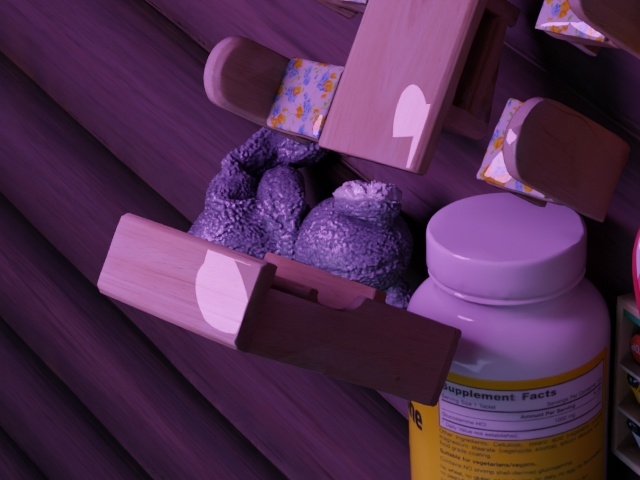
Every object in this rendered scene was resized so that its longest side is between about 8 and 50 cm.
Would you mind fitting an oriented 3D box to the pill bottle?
[{"bbox_3d":[0.173,0.135,1.421,0.188,0.188,0.334,24,127,43],"label":"pill bottle"}]

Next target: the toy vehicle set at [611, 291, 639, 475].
[{"bbox_3d":[0.338,0.167,1.288,0.267,0.035,0.166,-140,41,-56],"label":"toy vehicle set"}]

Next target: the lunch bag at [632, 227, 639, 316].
[{"bbox_3d":[0.354,0.054,1.055,0.120,0.293,0.258,7,119,51],"label":"lunch bag"}]

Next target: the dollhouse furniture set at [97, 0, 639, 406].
[{"bbox_3d":[0.026,-0.095,1.241,0.362,0.256,0.394,18,88,44],"label":"dollhouse furniture set"}]

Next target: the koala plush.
[{"bbox_3d":[0.000,0.000,1.579,0.221,0.203,0.196,15,123,33],"label":"koala plush"}]
